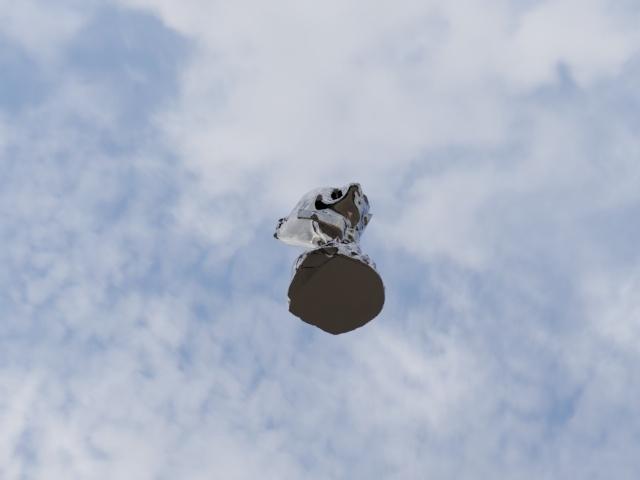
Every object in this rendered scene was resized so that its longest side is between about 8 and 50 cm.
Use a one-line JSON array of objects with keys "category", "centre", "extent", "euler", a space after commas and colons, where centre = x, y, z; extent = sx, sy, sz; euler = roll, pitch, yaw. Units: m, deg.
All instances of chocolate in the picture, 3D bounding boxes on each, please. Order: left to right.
[{"category": "chocolate", "centre": [0.003, -0.001, 0.710], "extent": [0.072, 0.070, 0.147], "euler": [-20, -149, 2]}]
